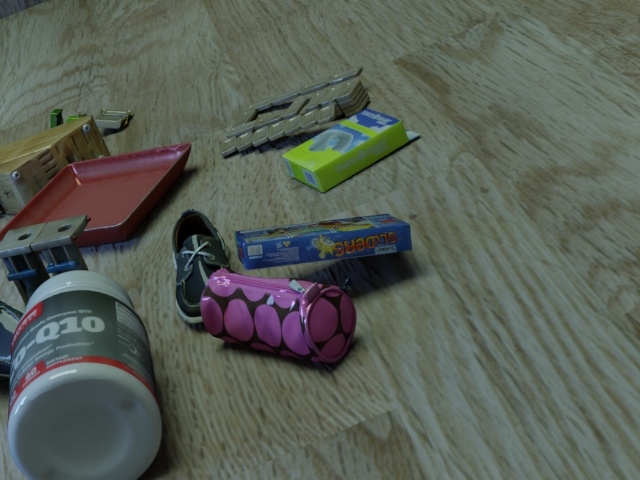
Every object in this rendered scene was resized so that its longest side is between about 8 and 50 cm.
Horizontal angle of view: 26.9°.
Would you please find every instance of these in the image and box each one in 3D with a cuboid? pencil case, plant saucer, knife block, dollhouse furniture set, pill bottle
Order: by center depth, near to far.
[{"bbox_3d":[-0.270,0.150,1.509,0.161,0.161,0.283,-23,25,-2],"label":"pill bottle"},{"bbox_3d":[-0.054,0.080,1.552,0.209,0.098,0.095,4,53,45],"label":"pencil case"},{"bbox_3d":[-0.368,0.074,1.773,0.129,0.129,0.183,-12,26,19],"label":"dollhouse furniture set"},{"bbox_3d":[-0.353,-0.059,2.116,0.259,0.047,0.258,-8,29,28],"label":"plant saucer"},{"bbox_3d":[-0.538,-0.119,2.328,0.242,0.088,0.276,8,39,45],"label":"knife block"},{"bbox_3d":[-0.429,-0.210,2.500,0.152,0.058,0.076,3,22,6],"label":"dollhouse furniture set"}]

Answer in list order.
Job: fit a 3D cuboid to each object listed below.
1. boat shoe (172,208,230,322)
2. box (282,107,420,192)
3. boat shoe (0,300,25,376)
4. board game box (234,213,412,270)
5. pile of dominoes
[{"bbox_3d":[-0.161,0.035,1.752,0.084,0.079,0.233,-19,27,2],"label":"boat shoe"},{"bbox_3d":[0.045,-0.139,1.972,0.178,0.042,0.109,-31,27,-17],"label":"box"},{"bbox_3d":[-0.451,0.096,1.693,0.254,0.079,0.095,28,80,26],"label":"boat shoe"},{"bbox_3d":[0.000,0.000,1.637,0.201,0.035,0.136,-7,7,-7],"label":"board game box"},{"bbox_3d":[-0.043,-0.197,2.187,0.251,0.040,0.196,-16,25,31],"label":"pile of dominoes"}]
